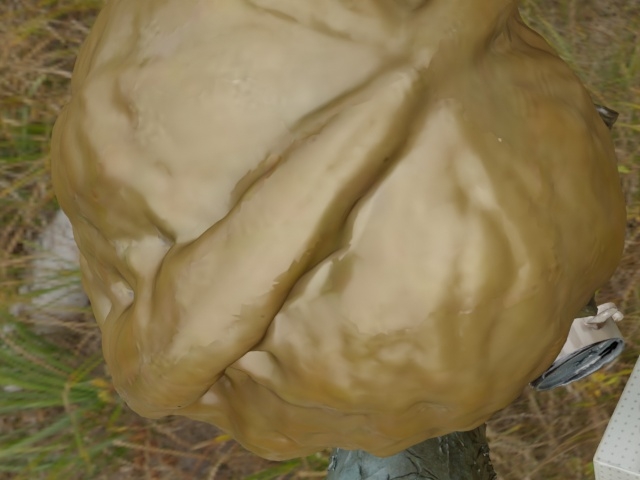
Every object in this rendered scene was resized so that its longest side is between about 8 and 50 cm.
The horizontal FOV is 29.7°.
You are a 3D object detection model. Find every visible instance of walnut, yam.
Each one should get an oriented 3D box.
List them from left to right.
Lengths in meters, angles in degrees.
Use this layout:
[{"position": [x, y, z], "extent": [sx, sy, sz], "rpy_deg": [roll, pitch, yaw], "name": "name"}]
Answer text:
[{"position": [0.006, -0.024, 0.491], "extent": [0.224, 0.257, 0.257], "rpy_deg": [40, 112, -2], "name": "walnut"}, {"position": [0.111, 0.338, 1.613], "extent": [0.241, 0.348, 0.241], "rpy_deg": [5, 131, 5], "name": "yam"}]

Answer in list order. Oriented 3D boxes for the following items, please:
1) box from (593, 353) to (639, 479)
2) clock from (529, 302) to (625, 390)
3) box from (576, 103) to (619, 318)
[{"position": [0.357, 0.231, 1.197], "extent": [0.095, 0.330, 0.210], "rpy_deg": [15, 55, 29], "name": "box"}, {"position": [0.365, 0.161, 1.750], "extent": [0.229, 0.156, 0.063], "rpy_deg": [-53, 52, 50], "name": "clock"}, {"position": [0.073, -0.014, 0.896], "extent": [0.273, 0.184, 0.143], "rpy_deg": [153, 127, -68], "name": "box"}]
